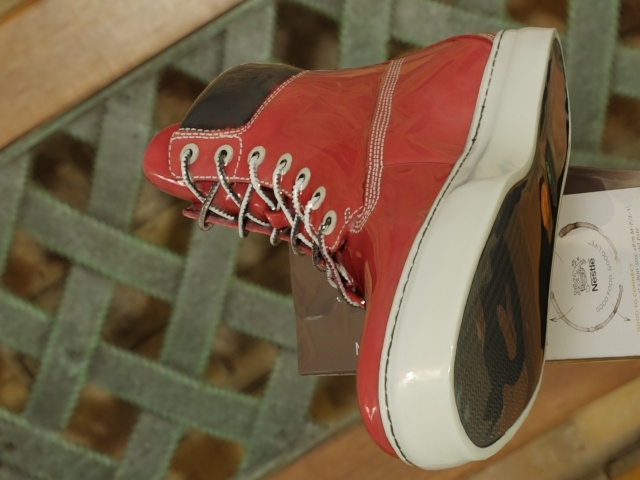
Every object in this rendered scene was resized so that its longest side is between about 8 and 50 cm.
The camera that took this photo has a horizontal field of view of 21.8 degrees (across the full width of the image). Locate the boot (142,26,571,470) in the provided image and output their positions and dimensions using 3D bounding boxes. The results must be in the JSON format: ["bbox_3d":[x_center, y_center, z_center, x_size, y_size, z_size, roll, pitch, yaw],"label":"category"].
[{"bbox_3d":[0.000,0.000,0.653,0.176,0.088,0.244,-3,33,16],"label":"boot"}]

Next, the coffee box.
[{"bbox_3d":[0.146,0.020,1.056,0.297,0.118,0.168,1,-5,-39],"label":"coffee box"}]
